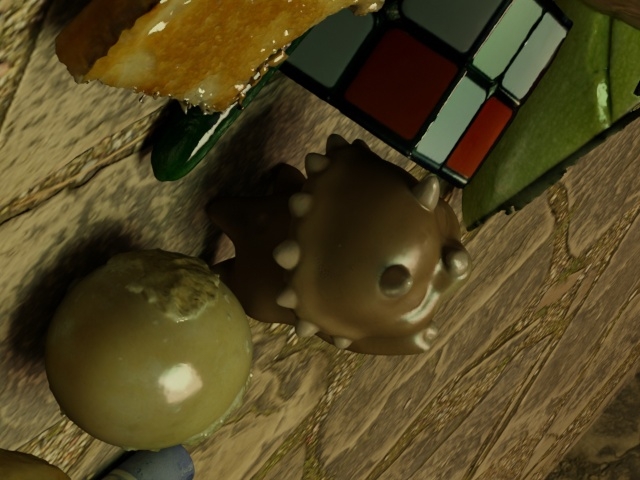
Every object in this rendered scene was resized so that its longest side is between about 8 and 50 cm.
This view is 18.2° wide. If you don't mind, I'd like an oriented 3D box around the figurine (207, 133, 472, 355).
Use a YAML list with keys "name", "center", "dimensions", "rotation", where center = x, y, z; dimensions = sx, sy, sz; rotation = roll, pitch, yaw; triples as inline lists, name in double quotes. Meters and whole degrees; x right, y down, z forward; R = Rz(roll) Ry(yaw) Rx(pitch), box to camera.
- name: "figurine"
  center: [0.005, -0.002, 1.694]
  dimensions: [0.177, 0.247, 0.173]
  rotation: [-53, 148, -12]

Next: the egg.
- name: "egg"
  center: [-0.134, 0.087, 1.597]
  dimensions: [0.164, 0.164, 0.201]
  rotation: [-60, 161, 13]

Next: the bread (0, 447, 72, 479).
- name: "bread"
  center: [-0.298, 0.260, 1.540]
  dimensions: [0.244, 0.134, 0.244]
  rotation: [-46, 156, -28]

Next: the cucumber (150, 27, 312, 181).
- name: "cucumber"
  center: [-0.042, -0.161, 1.572]
  dimensions: [0.284, 0.056, 0.056]
  rotation: [-54, 160, -6]

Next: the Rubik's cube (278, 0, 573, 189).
- name: "Rubik's cube"
  center: [0.084, -0.169, 1.681]
  dimensions: [0.180, 0.167, 0.183]
  rotation: [-56, 159, 2]

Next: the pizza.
- name: "pizza"
  center: [-0.044, -0.197, 1.410]
  dimensions: [0.323, 0.089, 0.223]
  rotation: [-35, 161, -8]

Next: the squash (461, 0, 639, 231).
- name: "squash"
  center: [0.276, -0.118, 2.136]
  dimensions: [0.233, 0.210, 0.309]
  rotation: [-38, 150, -65]

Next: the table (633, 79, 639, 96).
- name: "table"
  center: [0.286, -0.314, 1.871]
  dimensions: [0.249, 0.317, 0.317]
  rotation: [-41, 159, -2]

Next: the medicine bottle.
- name: "medicine bottle"
  center: [-0.210, 0.263, 1.847]
  dimensions: [0.231, 0.059, 0.059]
  rotation: [-38, 154, -41]
